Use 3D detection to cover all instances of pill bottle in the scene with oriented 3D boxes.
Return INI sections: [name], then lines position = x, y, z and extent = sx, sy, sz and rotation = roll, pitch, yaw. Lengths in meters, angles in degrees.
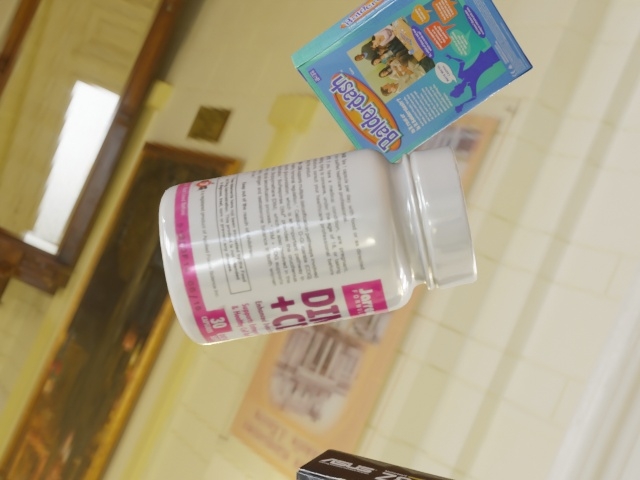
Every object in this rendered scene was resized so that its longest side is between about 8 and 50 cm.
[pill bottle]
position = 0.000, 0.000, 1.085
extent = 0.283, 0.160, 0.160
rotation = -11, 173, 5

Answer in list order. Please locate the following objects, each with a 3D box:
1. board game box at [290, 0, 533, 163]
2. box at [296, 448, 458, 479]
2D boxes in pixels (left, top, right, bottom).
[board game box]
position = 0.099, -0.193, 1.207
extent = 0.160, 0.210, 0.047
rotation = 52, -172, -27
[box]
position = 0.153, 0.450, 1.349
extent = 0.394, 0.318, 0.097
rotation = 7, -169, 28
